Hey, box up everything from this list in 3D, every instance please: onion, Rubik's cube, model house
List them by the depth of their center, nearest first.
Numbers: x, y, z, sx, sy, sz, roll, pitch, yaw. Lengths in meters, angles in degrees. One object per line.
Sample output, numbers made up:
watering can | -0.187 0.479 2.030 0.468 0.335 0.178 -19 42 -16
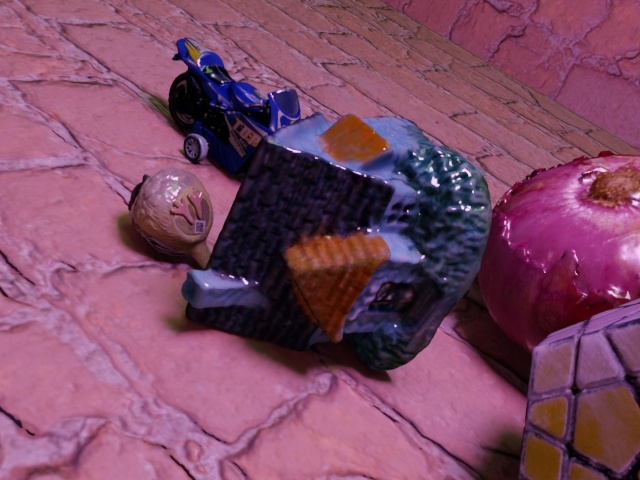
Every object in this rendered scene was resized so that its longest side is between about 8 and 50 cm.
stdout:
Rubik's cube | 0.331 0.190 0.660 0.264 0.319 0.319 5 20 23
model house | 0.000 0.000 0.746 0.241 0.261 0.226 0 37 -41
onion | 0.384 0.053 0.944 0.358 0.345 0.358 9 21 -4

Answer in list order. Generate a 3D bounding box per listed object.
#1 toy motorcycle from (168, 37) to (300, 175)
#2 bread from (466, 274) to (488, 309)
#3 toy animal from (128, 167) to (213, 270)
toy motorcycle | -0.122 -0.187 1.064 0.315 0.169 0.113 41 33 25
bread | 0.237 0.044 1.107 0.112 0.036 0.193 11 31 -23
toy animal | -0.173 -0.019 0.849 0.098 0.137 0.098 -18 21 7
